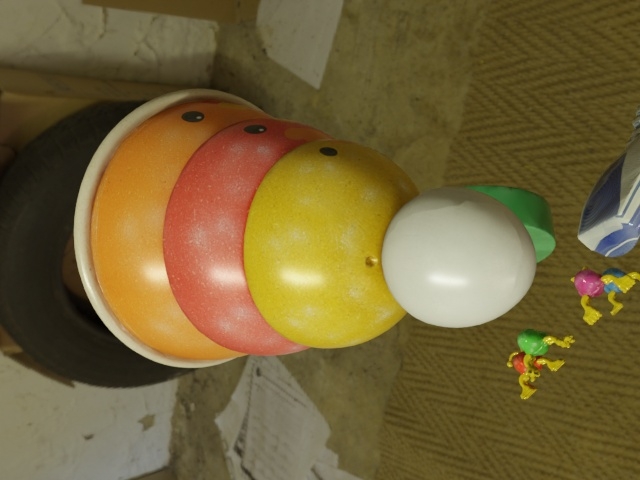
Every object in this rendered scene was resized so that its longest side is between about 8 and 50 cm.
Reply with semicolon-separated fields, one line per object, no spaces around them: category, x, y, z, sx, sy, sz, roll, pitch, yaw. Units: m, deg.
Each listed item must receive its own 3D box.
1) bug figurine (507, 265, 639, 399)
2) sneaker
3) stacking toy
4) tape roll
bug figurine;0.381;0.122;0.939;0.279;0.216;0.072;-47;61;9
sneaker;0.516;-0.092;0.855;0.182;0.315;0.127;36;162;1
stacking toy;0.000;0.000;0.640;0.480;0.351;0.350;6;100;45
tape roll;0.289;-0.006;1.203;0.321;0.321;0.077;-26;58;49
